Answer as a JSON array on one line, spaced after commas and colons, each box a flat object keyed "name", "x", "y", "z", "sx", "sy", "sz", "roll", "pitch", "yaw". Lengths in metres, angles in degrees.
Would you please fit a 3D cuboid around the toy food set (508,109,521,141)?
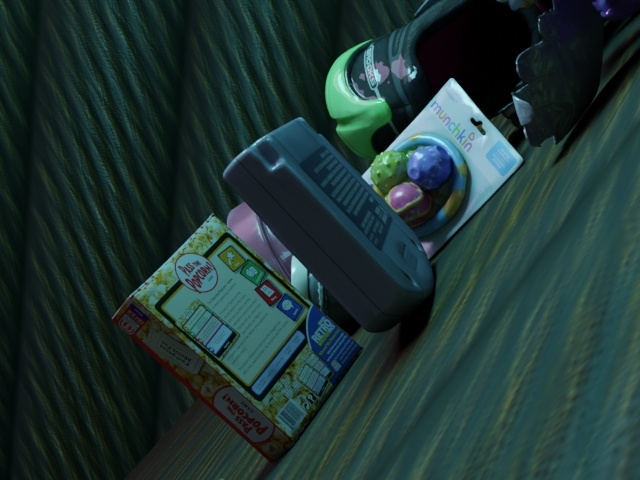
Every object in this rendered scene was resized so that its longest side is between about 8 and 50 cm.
[{"name": "toy food set", "x": 0.265, "y": -0.173, "z": 1.563, "sx": 0.122, "sy": 0.019, "sz": 0.078, "roll": -48, "pitch": 2, "yaw": 11}]

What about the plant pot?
[{"name": "plant pot", "x": 0.000, "y": 0.000, "z": 1.784, "sx": 0.180, "sy": 0.201, "sz": 0.201, "roll": -30, "pitch": 7, "yaw": 17}]

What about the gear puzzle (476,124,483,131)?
[{"name": "gear puzzle", "x": 0.134, "y": -0.064, "z": 2.017, "sx": 0.339, "sy": 0.044, "sz": 0.175, "roll": -47, "pitch": 1, "yaw": 22}]

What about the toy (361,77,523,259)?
[{"name": "toy", "x": 0.081, "y": -0.045, "z": 1.329, "sx": 0.056, "sy": 0.137, "sz": 0.237, "roll": 15, "pitch": -57, "yaw": -49}]

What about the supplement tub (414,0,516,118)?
[{"name": "supplement tub", "x": 0.222, "y": -0.265, "z": 1.754, "sx": 0.106, "sy": 0.198, "sz": 0.106, "roll": -47, "pitch": 1, "yaw": 1}]

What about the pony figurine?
[{"name": "pony figurine", "x": 0.242, "y": -0.285, "z": 1.162, "sx": 0.363, "sy": 0.303, "sz": 0.351, "roll": -30, "pitch": 2, "yaw": 38}]

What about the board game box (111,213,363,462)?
[{"name": "board game box", "x": -0.072, "y": 0.086, "z": 1.182, "sx": 0.045, "sy": 0.193, "sz": 0.147, "roll": -46, "pitch": 1, "yaw": 43}]

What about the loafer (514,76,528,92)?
[{"name": "loafer", "x": 0.245, "y": -0.170, "z": 1.341, "sx": 0.061, "sy": 0.062, "sz": 0.170, "roll": -43, "pitch": 3, "yaw": 1}]

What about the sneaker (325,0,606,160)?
[{"name": "sneaker", "x": 0.227, "y": -0.239, "z": 1.520, "sx": 0.483, "sy": 0.185, "sz": 0.202, "roll": -39, "pitch": 20, "yaw": -28}]

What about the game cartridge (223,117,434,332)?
[{"name": "game cartridge", "x": 0.017, "y": -0.016, "z": 1.137, "sx": 0.062, "sy": 0.198, "sz": 0.297, "roll": -39, "pitch": 3, "yaw": 10}]

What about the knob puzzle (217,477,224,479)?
[{"name": "knob puzzle", "x": -0.150, "y": 0.286, "z": 1.199, "sx": 0.213, "sy": 0.030, "sz": 0.213, "roll": -37, "pitch": -3, "yaw": -2}]

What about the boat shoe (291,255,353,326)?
[{"name": "boat shoe", "x": 0.034, "y": 0.053, "z": 1.545, "sx": 0.099, "sy": 0.116, "sz": 0.319, "roll": -4, "pitch": 1, "yaw": 8}]
